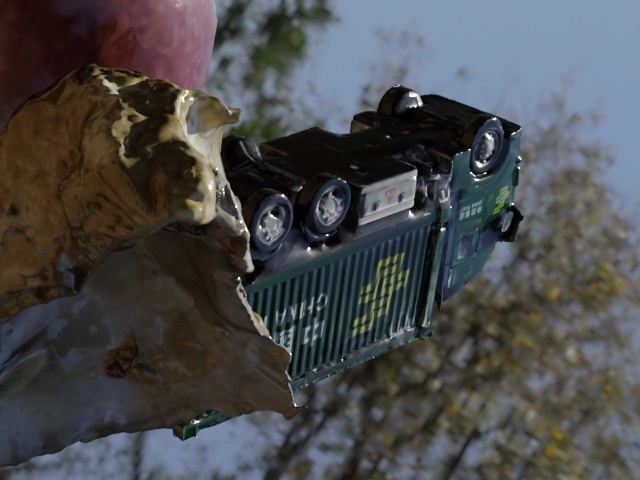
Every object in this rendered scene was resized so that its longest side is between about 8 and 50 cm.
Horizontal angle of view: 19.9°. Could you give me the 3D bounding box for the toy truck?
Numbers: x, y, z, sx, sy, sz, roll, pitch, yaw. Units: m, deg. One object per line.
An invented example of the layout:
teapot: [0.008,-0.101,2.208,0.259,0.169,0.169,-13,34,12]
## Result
toy truck: [0.000,0.000,0.965,0.088,0.259,0.121,26,-58,36]

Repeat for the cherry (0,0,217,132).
cherry: [-0.199,-0.154,1.165,0.221,0.261,0.307,-77,170,-49]

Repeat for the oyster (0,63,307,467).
oyster: [-0.086,0.015,0.736,0.107,0.161,0.233,62,-27,26]
